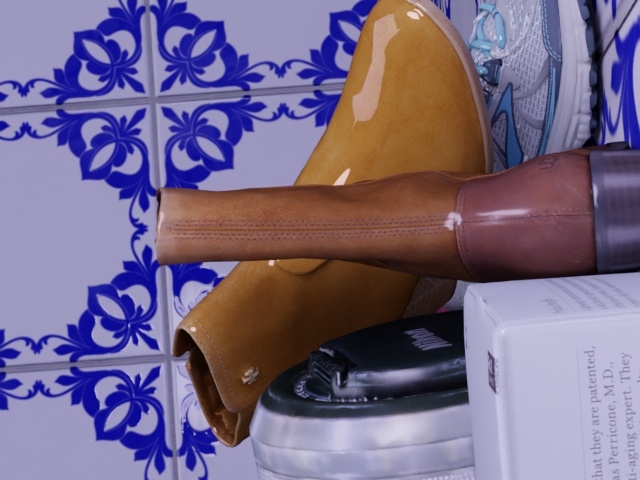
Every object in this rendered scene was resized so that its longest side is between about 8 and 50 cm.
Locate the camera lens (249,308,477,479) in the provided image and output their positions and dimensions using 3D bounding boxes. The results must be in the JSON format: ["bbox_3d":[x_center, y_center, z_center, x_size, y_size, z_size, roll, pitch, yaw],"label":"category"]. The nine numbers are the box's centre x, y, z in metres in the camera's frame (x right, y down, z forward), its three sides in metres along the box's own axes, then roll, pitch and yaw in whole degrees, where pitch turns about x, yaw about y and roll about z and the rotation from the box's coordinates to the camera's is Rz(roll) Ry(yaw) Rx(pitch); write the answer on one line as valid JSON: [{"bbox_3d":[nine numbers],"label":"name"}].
[{"bbox_3d":[0.084,0.188,1.035,0.219,0.219,0.274,-93,-7,-82],"label":"camera lens"}]

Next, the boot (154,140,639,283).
[{"bbox_3d":[0.046,0.001,1.016,0.264,0.280,0.096,-93,-2,-86],"label":"boot"}]

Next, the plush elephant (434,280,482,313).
[{"bbox_3d":[0.080,0.055,1.639,0.272,0.330,0.255,-101,30,-80],"label":"plush elephant"}]

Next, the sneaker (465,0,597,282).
[{"bbox_3d":[0.120,-0.083,1.196,0.110,0.122,0.283,-93,-1,-61],"label":"sneaker"}]

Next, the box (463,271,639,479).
[{"bbox_3d":[0.135,0.111,0.824,0.181,0.119,0.182,-84,-10,-86],"label":"box"}]

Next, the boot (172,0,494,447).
[{"bbox_3d":[-0.001,0.000,1.125,0.104,0.211,0.295,39,148,32],"label":"boot"}]
